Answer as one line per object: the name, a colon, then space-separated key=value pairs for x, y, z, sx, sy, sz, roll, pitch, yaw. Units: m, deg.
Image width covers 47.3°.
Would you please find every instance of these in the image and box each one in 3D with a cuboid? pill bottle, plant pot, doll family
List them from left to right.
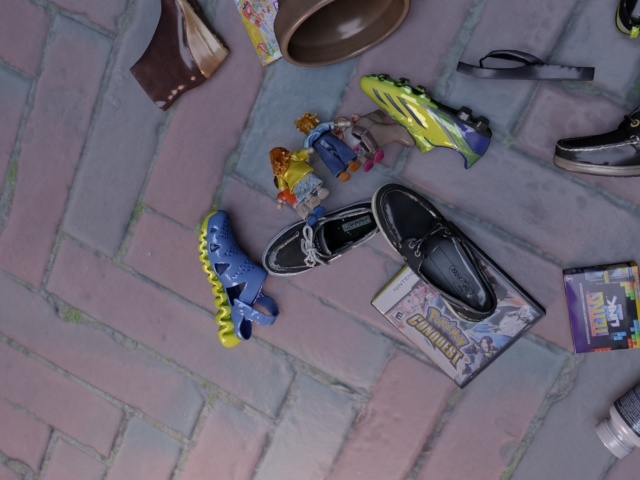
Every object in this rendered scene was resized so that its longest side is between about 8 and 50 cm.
doll family: x=-0.009 y=-0.171 z=1.473 sx=0.263 sy=0.118 sz=0.163 roll=-43 pitch=64 yaw=3
plant pot: x=0.011 y=-0.494 z=1.383 sx=0.263 sy=0.263 sz=0.229 roll=-25 pitch=76 yaw=19
pill bottle: x=0.646 y=0.350 z=1.460 sx=0.108 sy=0.108 sz=0.180 roll=45 pitch=109 yaw=1

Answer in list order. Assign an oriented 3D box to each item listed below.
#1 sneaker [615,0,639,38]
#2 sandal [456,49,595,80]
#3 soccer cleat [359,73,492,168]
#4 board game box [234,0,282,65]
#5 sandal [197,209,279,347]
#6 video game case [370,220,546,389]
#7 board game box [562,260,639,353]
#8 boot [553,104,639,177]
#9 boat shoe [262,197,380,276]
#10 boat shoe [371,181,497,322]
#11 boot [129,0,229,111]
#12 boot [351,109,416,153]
sneaker: x=0.581 y=-0.477 z=1.290 sx=0.084 sy=0.097 sz=0.235 roll=6 pitch=104 yaw=13
sandal: x=0.385 y=-0.333 z=1.384 sx=0.254 sy=0.097 sz=0.054 roll=2 pitch=104 yaw=4
soccer cleat: x=0.197 y=-0.238 z=1.453 sx=0.289 sy=0.093 sz=0.121 roll=28 pitch=115 yaw=8
board game box: x=-0.104 y=-0.455 z=1.515 sx=0.103 sy=0.026 sz=0.154 roll=-22 pitch=96 yaw=18
sandal: x=-0.177 y=0.080 z=1.616 sx=0.138 sy=0.126 sz=0.317 roll=-8 pitch=110 yaw=16
video game case: x=0.286 y=0.140 z=1.545 sx=0.275 sy=0.035 sz=0.248 roll=43 pitch=109 yaw=2
board game box: x=0.569 y=0.134 z=1.462 sx=0.141 sy=0.048 sz=0.170 roll=-9 pitch=100 yaw=16
boot: x=0.603 y=-0.267 z=1.290 sx=0.377 sy=0.138 sz=0.284 roll=-4 pitch=112 yaw=12
boat shoe: x=0.002 y=0.004 z=1.552 sx=0.306 sy=0.105 sz=0.113 roll=-18 pitch=97 yaw=18
boat shoe: x=0.230 y=0.023 z=1.435 sx=0.127 sy=0.113 sz=0.340 roll=-34 pitch=94 yaw=-6
boot: x=-0.336 y=-0.427 z=1.549 sx=0.207 sy=0.090 sz=0.248 roll=-34 pitch=96 yaw=17
boot: x=0.120 y=-0.203 z=1.443 sx=0.118 sy=0.042 sz=0.087 roll=41 pitch=66 yaw=5
